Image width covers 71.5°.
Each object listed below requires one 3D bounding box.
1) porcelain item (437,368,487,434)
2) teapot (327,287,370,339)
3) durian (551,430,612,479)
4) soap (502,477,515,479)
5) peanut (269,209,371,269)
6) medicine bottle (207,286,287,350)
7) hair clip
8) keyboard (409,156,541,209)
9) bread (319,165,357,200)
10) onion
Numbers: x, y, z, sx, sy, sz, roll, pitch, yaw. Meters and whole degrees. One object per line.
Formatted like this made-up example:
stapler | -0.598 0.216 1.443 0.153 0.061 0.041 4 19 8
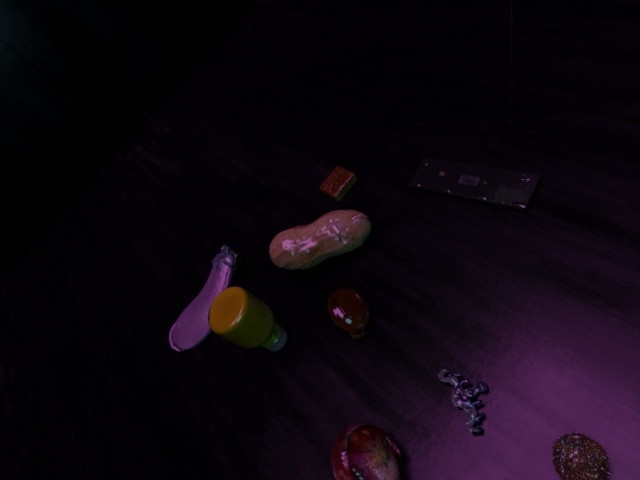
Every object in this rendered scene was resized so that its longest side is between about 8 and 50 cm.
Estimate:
porcelain item | 0.290 0.297 0.861 0.075 0.021 0.136 -32 46 6
teapot | 0.068 0.176 1.074 0.098 0.078 0.129 -14 56 -25
durian | 0.410 0.347 0.698 0.080 0.080 0.091 -54 25 -10
soap | 0.338 0.398 0.638 0.121 0.183 0.063 0 60 37
peanut | 0.000 0.000 1.209 0.290 0.130 0.130 -21 49 13
medicine bottle | -0.169 0.211 1.111 0.122 0.212 0.121 -19 50 24
hair clip | -0.343 0.187 1.359 0.358 0.110 0.095 -60 6 -9
keyboard | 0.378 -0.149 1.117 0.317 0.027 0.106 21 76 43
bread | 0.055 -0.175 1.358 0.094 0.035 0.090 -50 45 -5
onion | 0.077 0.439 0.855 0.140 0.150 0.150 -54 35 36
